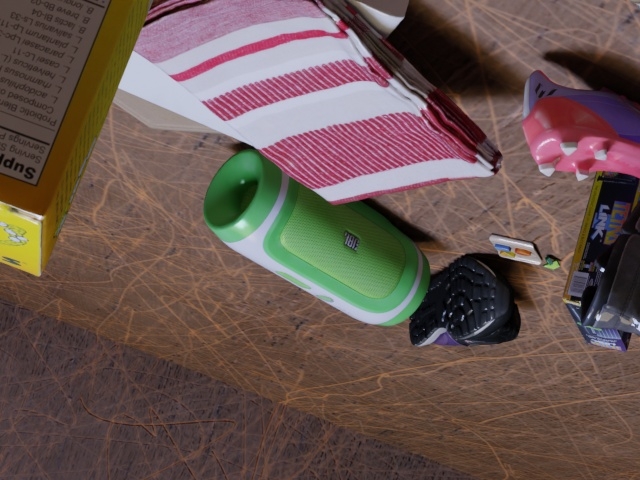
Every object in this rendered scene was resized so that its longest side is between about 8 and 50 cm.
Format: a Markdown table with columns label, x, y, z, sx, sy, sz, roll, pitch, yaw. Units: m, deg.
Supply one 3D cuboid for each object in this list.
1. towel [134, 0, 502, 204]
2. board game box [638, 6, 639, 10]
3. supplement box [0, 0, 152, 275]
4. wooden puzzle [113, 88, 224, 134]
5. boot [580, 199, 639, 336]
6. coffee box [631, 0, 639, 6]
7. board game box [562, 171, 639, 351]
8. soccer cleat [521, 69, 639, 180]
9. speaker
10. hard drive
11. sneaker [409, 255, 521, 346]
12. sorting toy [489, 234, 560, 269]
| label | x | y | z | sx | sy | sz | roll | pitch | yaw |
| --- | --- | --- | --- | --- | --- | --- | --- | --- | --- |
| towel | -0.012 | -0.134 | 1.587 | 0.237 | 0.037 | 0.329 | -9 | 144 | 43 |
| board game box | 0.276 | -0.214 | 1.230 | 0.136 | 0.030 | 0.259 | 8 | 161 | 27 |
| supplement box | -0.245 | -0.182 | 1.346 | 0.194 | 0.356 | 0.195 | 21 | 164 | -3 |
| wooden puzzle | -0.173 | -0.173 | 1.883 | 0.221 | 0.044 | 0.239 | 7 | 166 | 42 |
| boot | 0.381 | 0.015 | 1.531 | 0.223 | 0.338 | 0.118 | 29 | 123 | 16 |
| coffee box | 0.290 | -0.199 | 1.036 | 0.297 | 0.119 | 0.168 | 25 | 148 | -22 |
| board game box | 0.295 | 0.008 | 1.699 | 0.048 | 0.170 | 0.141 | 11 | 163 | 24 |
| soccer cleat | 0.292 | -0.094 | 1.556 | 0.248 | 0.095 | 0.083 | 8 | 149 | -26 |
| speaker | 0.000 | 0.000 | 2.100 | 0.296 | 0.131 | 0.131 | 31 | 161 | -36 |
| hard drive | -0.067 | -0.189 | 1.596 | 0.203 | 0.040 | 0.307 | 23 | 153 | -12 |
| sneaker | 0.219 | 0.087 | 2.240 | 0.124 | 0.107 | 0.283 | 8 | 171 | -15 |
| sorting toy | 0.249 | 0.016 | 2.073 | 0.083 | 0.012 | 0.062 | 13 | 163 | 22 |
